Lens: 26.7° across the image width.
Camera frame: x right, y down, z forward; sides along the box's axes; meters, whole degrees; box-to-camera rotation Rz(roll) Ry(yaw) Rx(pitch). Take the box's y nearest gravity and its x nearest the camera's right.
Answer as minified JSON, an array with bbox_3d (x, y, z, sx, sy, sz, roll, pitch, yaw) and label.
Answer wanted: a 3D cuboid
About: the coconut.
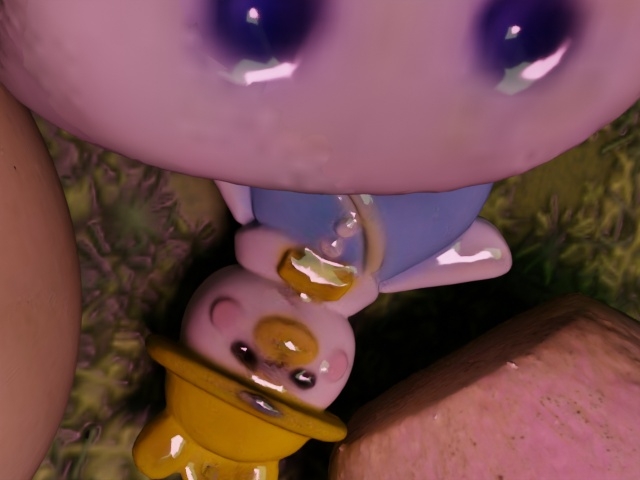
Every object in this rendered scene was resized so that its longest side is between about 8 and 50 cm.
[{"bbox_3d":[0.117,0.147,0.614,0.197,0.237,0.237,-29,127,18],"label":"coconut"}]

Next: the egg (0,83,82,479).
[{"bbox_3d":[-0.177,-0.006,0.400,0.189,0.188,0.253,-32,113,-15],"label":"egg"}]

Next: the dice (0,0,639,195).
[{"bbox_3d":[0.000,-0.137,0.384,0.192,0.193,0.194,-1,122,-19],"label":"dice"}]

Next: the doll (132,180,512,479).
[{"bbox_3d":[0.001,0.000,0.560,0.135,0.099,0.241,22,96,-42],"label":"doll"}]
